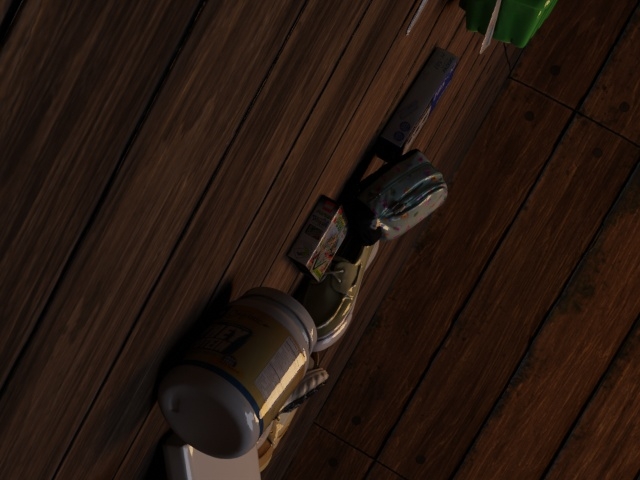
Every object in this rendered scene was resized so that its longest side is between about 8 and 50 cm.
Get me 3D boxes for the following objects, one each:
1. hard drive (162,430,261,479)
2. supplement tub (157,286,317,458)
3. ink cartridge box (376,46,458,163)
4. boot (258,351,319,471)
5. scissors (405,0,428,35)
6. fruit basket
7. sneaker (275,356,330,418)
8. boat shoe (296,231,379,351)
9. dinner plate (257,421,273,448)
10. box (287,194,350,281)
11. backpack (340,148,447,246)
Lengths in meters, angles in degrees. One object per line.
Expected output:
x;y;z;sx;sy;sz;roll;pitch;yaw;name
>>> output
-0.155;0.421;1.671;0.233;0.047;0.353;-43;131;-62;hard drive
-0.103;0.167;1.383;0.200;0.144;0.144;-52;167;-44;supplement tub
0.174;-0.239;1.916;0.207;0.046;0.097;-58;171;-16;ink cartridge box
-0.090;0.316;2.059;0.204;0.095;0.262;-65;171;29;boot
0.202;-0.434;1.546;0.297;0.021;0.109;-65;171;21;scissors
0.346;-0.522;1.775;0.327;0.165;0.353;-50;151;-50;fruit basket
-0.109;0.276;1.875;0.271;0.108;0.100;-31;168;-39;sneaker
0.024;0.063;1.946;0.094;0.109;0.302;82;27;-50;boat shoe
-0.125;0.327;1.935;0.141;0.017;0.141;-17;112;-50;dinner plate
0.000;0.000;1.754;0.114;0.036;0.207;-60;171;-5;box
0.130;-0.073;1.866;0.182;0.115;0.152;-36;171;-10;backpack
